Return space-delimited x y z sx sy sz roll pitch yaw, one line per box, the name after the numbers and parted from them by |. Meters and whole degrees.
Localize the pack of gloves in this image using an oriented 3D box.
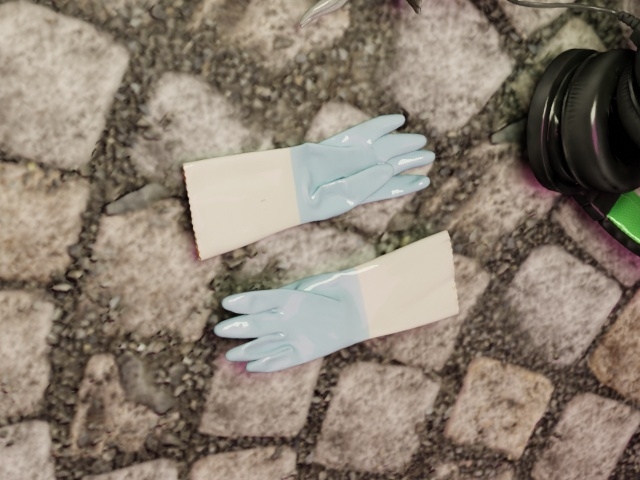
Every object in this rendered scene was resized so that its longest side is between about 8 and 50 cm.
0.000 0.000 1.001 0.232 0.046 0.195 -16 106 -22 | pack of gloves

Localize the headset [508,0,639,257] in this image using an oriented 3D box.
0.287 -0.133 0.974 0.394 0.243 0.185 48 62 -16 | headset

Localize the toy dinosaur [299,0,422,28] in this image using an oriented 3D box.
0.124 -0.248 0.844 0.121 0.314 0.160 -3 91 -52 | toy dinosaur
